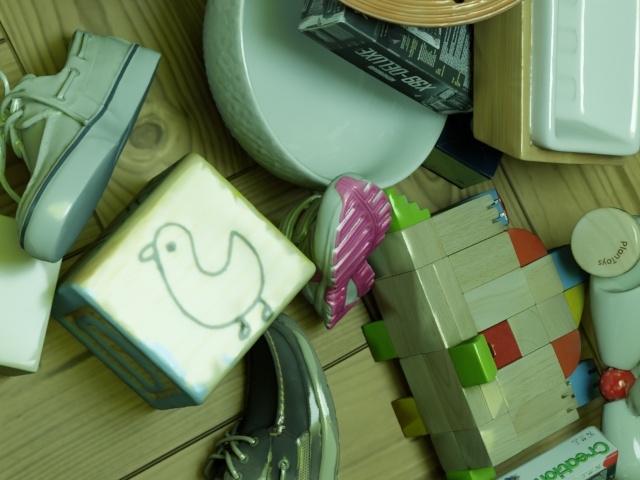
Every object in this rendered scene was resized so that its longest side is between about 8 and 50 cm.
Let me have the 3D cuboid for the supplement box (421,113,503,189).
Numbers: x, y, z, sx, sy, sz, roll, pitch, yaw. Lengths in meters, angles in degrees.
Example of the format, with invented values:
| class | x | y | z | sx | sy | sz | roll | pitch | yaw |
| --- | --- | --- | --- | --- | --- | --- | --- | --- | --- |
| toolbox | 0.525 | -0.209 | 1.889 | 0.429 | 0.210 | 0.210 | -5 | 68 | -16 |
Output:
| class | x | y | z | sx | sy | sz | roll | pitch | yaw |
| --- | --- | --- | --- | --- | --- | --- | --- | --- | --- |
| supplement box | 0.168 | -0.111 | 1.800 | 0.083 | 0.083 | 0.056 | 30 | 73 | -15 |

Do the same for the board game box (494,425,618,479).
| class | x | y | z | sx | sy | sz | roll | pitch | yaw |
| --- | --- | --- | --- | --- | --- | --- | --- | --- | --- |
| board game box | 0.205 | 0.355 | 1.705 | 0.305 | 0.053 | 0.193 | -25 | 137 | -22 |

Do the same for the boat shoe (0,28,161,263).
| class | x | y | z | sx | sy | sz | roll | pitch | yaw |
| --- | --- | --- | --- | --- | --- | --- | --- | --- | --- |
| boat shoe | -0.283 | -0.122 | 1.539 | 0.156 | 0.136 | 0.367 | 22 | 38 | -6 |

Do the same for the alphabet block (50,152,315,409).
| class | x | y | z | sx | sy | sz | roll | pitch | yaw |
| --- | --- | --- | --- | --- | --- | --- | --- | --- | --- |
| alphabet block | -0.157 | 0.049 | 1.597 | 0.192 | 0.193 | 0.197 | 44 | 70 | -12 |

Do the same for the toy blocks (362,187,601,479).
| class | x | y | z | sx | sy | sz | roll | pitch | yaw |
| --- | --- | --- | --- | --- | --- | --- | --- | --- | --- |
| toy blocks | 0.215 | 0.089 | 1.760 | 0.261 | 0.191 | 0.381 | -23 | 92 | -34 |

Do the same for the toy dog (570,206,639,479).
| class | x | y | z | sx | sy | sz | roll | pitch | yaw |
| --- | --- | --- | --- | --- | --- | --- | --- | --- | --- |
| toy dog | 0.400 | 0.107 | 1.735 | 0.220 | 0.161 | 0.333 | -43 | 124 | -58 |

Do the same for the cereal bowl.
| class | x | y | z | sx | sy | sz | roll | pitch | yaw |
| --- | --- | --- | --- | --- | --- | --- | --- | --- | --- |
| cereal bowl | -0.006 | -0.217 | 1.694 | 0.339 | 0.141 | 0.339 | 2 | 87 | -42 |

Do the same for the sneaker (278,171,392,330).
| class | x | y | z | sx | sy | sz | roll | pitch | yaw |
| --- | --- | --- | --- | --- | --- | --- | --- | --- | --- |
| sneaker | 0.000 | 0.000 | 1.630 | 0.111 | 0.252 | 0.103 | 38 | 60 | 15 |

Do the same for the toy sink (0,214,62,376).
| class | x | y | z | sx | sy | sz | roll | pitch | yaw |
| --- | --- | --- | --- | --- | --- | --- | --- | --- | --- |
| toy sink | -0.404 | 0.043 | 1.537 | 0.234 | 0.131 | 0.152 | 15 | 77 | -22 |

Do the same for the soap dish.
| class | x | y | z | sx | sy | sz | roll | pitch | yaw |
| --- | --- | --- | --- | --- | --- | --- | --- | --- | --- |
| soap dish | 0.268 | -0.231 | 1.675 | 0.229 | 0.118 | 0.290 | -1 | 92 | -49 |

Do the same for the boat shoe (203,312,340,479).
| class | x | y | z | sx | sy | sz | roll | pitch | yaw |
| --- | --- | --- | --- | --- | --- | --- | --- | --- | --- |
| boat shoe | -0.055 | 0.257 | 1.639 | 0.130 | 0.132 | 0.355 | -6 | 83 | -22 |

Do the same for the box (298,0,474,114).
| class | x | y | z | sx | sy | sz | roll | pitch | yaw |
| --- | --- | --- | --- | --- | --- | --- | --- | --- | --- |
| box | 0.115 | -0.327 | 1.660 | 0.242 | 0.076 | 0.307 | 24 | 73 | -40 |

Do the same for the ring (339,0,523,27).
| class | x | y | z | sx | sy | sz | roll | pitch | yaw |
| --- | --- | --- | --- | --- | --- | --- | --- | --- | --- |
| ring | 0.110 | -0.377 | 1.548 | 0.337 | 0.032 | 0.336 | 0 | 76 | -1 |
